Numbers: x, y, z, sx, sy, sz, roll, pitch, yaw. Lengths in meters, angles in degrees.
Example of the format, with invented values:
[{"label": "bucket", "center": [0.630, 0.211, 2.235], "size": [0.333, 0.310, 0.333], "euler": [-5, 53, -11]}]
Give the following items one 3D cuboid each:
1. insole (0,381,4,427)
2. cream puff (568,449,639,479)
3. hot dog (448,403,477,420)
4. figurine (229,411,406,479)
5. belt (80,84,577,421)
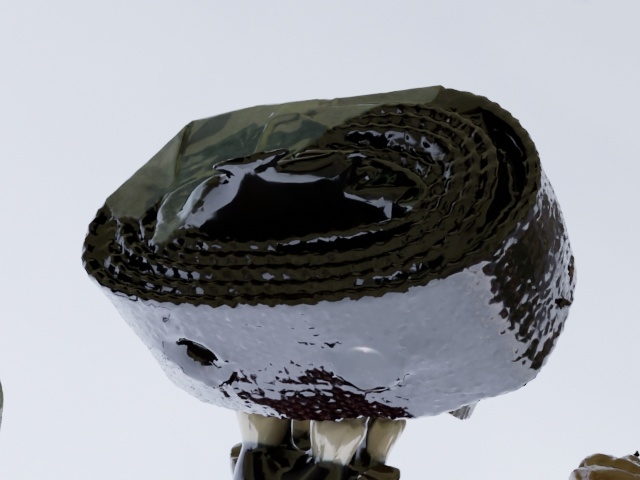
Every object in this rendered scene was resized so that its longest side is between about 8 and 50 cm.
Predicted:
[{"label": "insole", "center": [-0.225, 0.163, 0.891], "size": [0.063, 0.192, 0.010], "euler": [23, -159, 33]}, {"label": "cream puff", "center": [0.309, 0.289, 1.214], "size": [0.269, 0.241, 0.155], "euler": [44, -169, -20]}, {"label": "hot dog", "center": [0.101, 0.110, 1.468], "size": [0.191, 0.059, 0.108], "euler": [41, -143, -17]}, {"label": "figurine", "center": [-0.025, 0.304, 1.043], "size": [0.241, 0.306, 0.412], "euler": [11, -121, 1]}, {"label": "belt", "center": [0.000, 0.000, 0.837], "size": [0.289, 0.164, 0.184], "euler": [-5, -133, 23]}]
